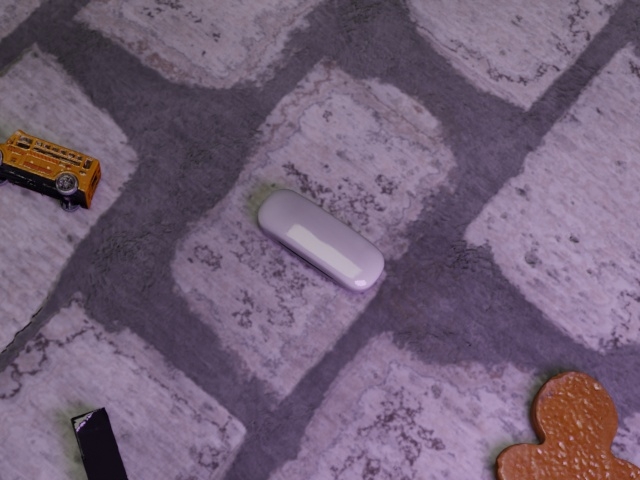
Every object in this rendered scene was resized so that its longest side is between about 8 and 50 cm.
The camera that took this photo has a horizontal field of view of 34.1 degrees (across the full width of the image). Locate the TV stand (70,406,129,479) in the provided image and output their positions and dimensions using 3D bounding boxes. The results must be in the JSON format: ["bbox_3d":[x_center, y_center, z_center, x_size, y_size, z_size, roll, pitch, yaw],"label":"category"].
[{"bbox_3d":[-0.252,0.336,1.298,0.048,0.040,0.257,-17,72,-13],"label":"TV stand"}]

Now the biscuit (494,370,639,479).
[{"bbox_3d":[0.326,0.330,1.362,0.205,0.049,0.324,6,69,-5],"label":"biscuit"}]

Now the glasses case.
[{"bbox_3d":[0.000,0.000,1.452,0.193,0.049,0.074,33,69,8],"label":"glasses case"}]

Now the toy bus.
[{"bbox_3d":[-0.388,-0.101,1.437,0.162,0.069,0.074,20,67,0],"label":"toy bus"}]
